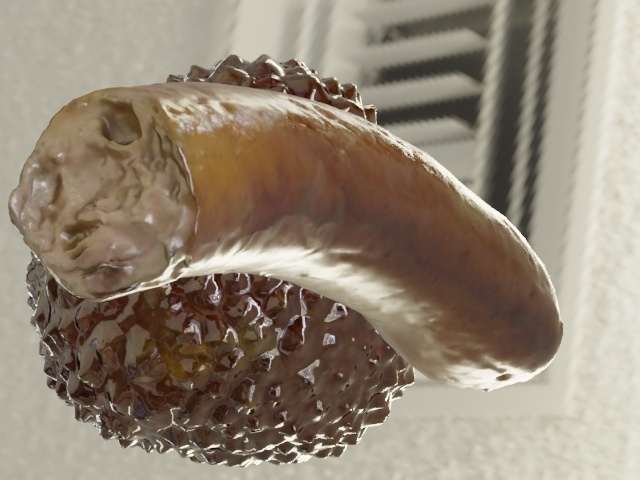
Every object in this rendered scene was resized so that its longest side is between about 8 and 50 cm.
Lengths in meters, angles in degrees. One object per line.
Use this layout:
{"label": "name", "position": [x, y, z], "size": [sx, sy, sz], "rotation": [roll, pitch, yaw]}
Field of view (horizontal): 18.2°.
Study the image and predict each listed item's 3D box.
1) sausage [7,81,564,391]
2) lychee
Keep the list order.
{"label": "sausage", "position": [0.000, -0.005, 0.804], "size": [0.076, 0.302, 0.103], "rotation": [-17, -110, 34]}
{"label": "lychee", "position": [-0.056, 0.023, 1.320], "size": [0.276, 0.275, 0.304], "rotation": [45, -48, 48]}
